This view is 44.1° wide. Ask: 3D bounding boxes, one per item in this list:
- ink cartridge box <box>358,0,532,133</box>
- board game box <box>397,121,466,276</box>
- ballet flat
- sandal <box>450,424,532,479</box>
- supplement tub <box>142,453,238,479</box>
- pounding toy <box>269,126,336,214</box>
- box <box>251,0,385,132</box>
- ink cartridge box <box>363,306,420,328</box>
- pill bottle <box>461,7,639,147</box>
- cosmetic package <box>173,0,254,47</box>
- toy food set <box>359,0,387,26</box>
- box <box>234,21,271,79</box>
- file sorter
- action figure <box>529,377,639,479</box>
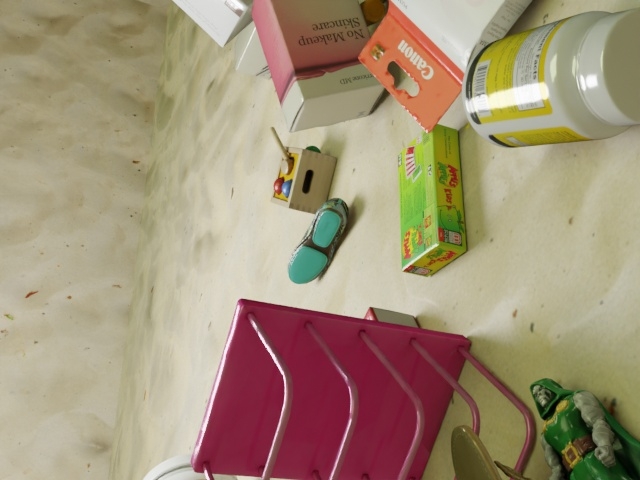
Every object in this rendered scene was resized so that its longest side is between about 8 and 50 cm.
[{"bbox_3d":[0.146,-0.288,1.018,0.232,0.066,0.189,-50,54,21],"label":"ink cartridge box"},{"bbox_3d":[0.145,-0.054,1.046,0.092,0.043,0.181,136,141,-55],"label":"board game box"},{"bbox_3d":[0.000,0.000,1.365,0.188,0.070,0.070,-56,30,39],"label":"ballet flat"},{"bbox_3d":[0.200,0.274,0.716,0.088,0.079,0.240,117,135,-64],"label":"sandal"},{"bbox_3d":[-0.206,0.539,1.341,0.316,0.228,0.228,-123,49,-61],"label":"supplement tub"},{"bbox_3d":[-0.046,-0.131,1.473,0.130,0.100,0.141,-157,80,-67],"label":"pounding toy"},{"bbox_3d":[-0.006,-0.315,1.287,0.127,0.148,0.232,127,127,-69],"label":"box"},{"bbox_3d":[0.077,0.197,1.041,0.127,0.072,0.175,-113,40,-54],"label":"ink cartridge box"},{"bbox_3d":[0.240,-0.154,0.767,0.208,0.119,0.119,-171,93,-68],"label":"pill bottle"},{"bbox_3d":[-0.134,-0.591,1.560,0.385,0.217,0.156,-49,6,-29],"label":"cosmetic package"},{"bbox_3d":[0.082,-0.479,1.314,0.104,0.111,0.232,-162,58,-73],"label":"toy food set"},{"bbox_3d":[-0.113,-0.520,1.849,0.275,0.094,0.113,125,149,-45],"label":"box"},{"bbox_3d":[0.043,0.209,0.832,0.182,0.290,0.202,44,119,62],"label":"file sorter"},{"bbox_3d":[0.236,0.205,0.669,0.137,0.063,0.232,-61,27,27],"label":"action figure"}]
